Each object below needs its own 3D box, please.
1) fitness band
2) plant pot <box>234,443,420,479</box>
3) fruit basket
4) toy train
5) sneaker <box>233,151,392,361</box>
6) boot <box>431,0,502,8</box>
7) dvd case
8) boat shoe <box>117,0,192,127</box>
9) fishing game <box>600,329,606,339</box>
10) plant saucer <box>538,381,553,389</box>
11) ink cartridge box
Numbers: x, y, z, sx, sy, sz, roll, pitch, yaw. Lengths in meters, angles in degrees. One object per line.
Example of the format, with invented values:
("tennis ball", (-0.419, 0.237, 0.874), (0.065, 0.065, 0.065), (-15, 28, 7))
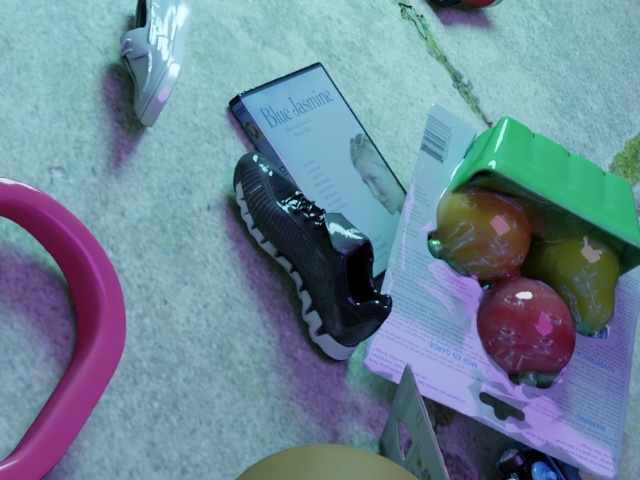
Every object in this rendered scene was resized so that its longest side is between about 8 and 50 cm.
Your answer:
("fitness band", (-0.262, 0.076, 0.917), (0.209, 0.054, 0.291), (47, 39, -17))
("plant pot", (-0.003, 0.285, 0.881), (0.291, 0.291, 0.203), (47, 22, -12))
("fruit basket", (0.219, 0.056, 1.349), (0.327, 0.165, 0.353), (25, 64, -16))
("toy train", (0.261, 0.296, 1.307), (0.184, 0.080, 0.105), (56, 31, 0))
("sneaker", (0.000, 0.000, 1.211), (0.078, 0.106, 0.234), (-21, 80, -53))
("boot", (0.173, -0.456, 1.760), (0.176, 0.088, 0.244), (-14, 78, -50))
("dvd case", (0.018, -0.078, 1.359), (0.253, 0.022, 0.180), (56, 37, 0))
("boat shoe", (-0.172, -0.190, 1.202), (0.063, 0.066, 0.184), (22, 50, -18))
("fishing game", (0.334, 0.063, 1.528), (0.264, 0.041, 0.189), (-26, 81, -52))
("plant saucer", (0.289, 0.118, 1.501), (0.200, 0.037, 0.200), (28, 45, -31))
("ink cartridge box", (0.125, 0.250, 1.059), (0.060, 0.275, 0.239), (-14, 69, -8))
